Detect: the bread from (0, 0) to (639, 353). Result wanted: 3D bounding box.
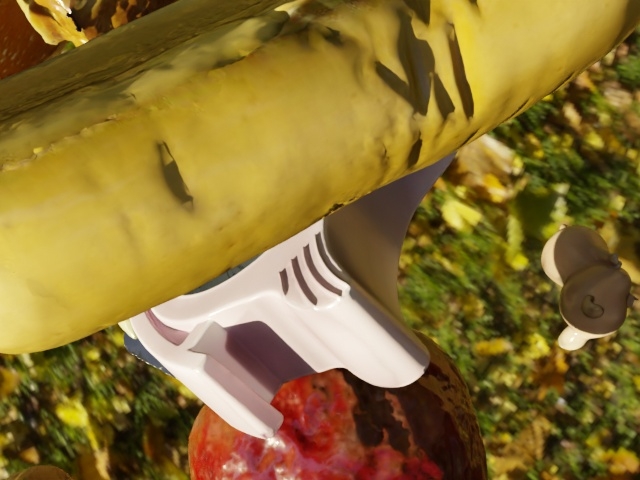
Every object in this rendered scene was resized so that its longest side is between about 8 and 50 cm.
[{"bbox_3d":[-0.013,-0.056,0.441,0.305,0.142,0.091,-28,110,-15],"label":"bread"}]

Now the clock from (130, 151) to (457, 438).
[{"bbox_3d":[0.000,0.000,0.800,0.275,0.290,0.080,-45,117,0],"label":"clock"}]

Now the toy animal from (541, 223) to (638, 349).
[{"bbox_3d":[0.264,0.041,1.184,0.089,0.150,0.083,-21,130,12],"label":"toy animal"}]

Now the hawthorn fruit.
[{"bbox_3d":[0.036,0.197,0.923,0.230,0.210,0.266,-29,74,-19],"label":"hawthorn fruit"}]

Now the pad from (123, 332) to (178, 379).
[{"bbox_3d":[-0.139,0.065,1.597,0.181,0.004,0.267,27,85,10],"label":"pad"}]

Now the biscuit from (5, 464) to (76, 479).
[{"bbox_3d":[-0.262,0.379,1.088,0.051,0.376,0.269,-24,124,16],"label":"biscuit"}]

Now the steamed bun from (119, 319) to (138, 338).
[{"bbox_3d":[-0.177,-0.012,1.242,0.247,0.428,0.189,-25,108,-51],"label":"steamed bun"}]

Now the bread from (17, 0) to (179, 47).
[{"bbox_3d":[-0.125,-0.300,1.076,0.344,0.149,0.195,-47,140,-9],"label":"bread"}]

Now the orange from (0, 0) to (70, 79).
[{"bbox_3d":[-0.432,-0.349,1.320,0.326,0.424,0.424,37,89,10],"label":"orange"}]
